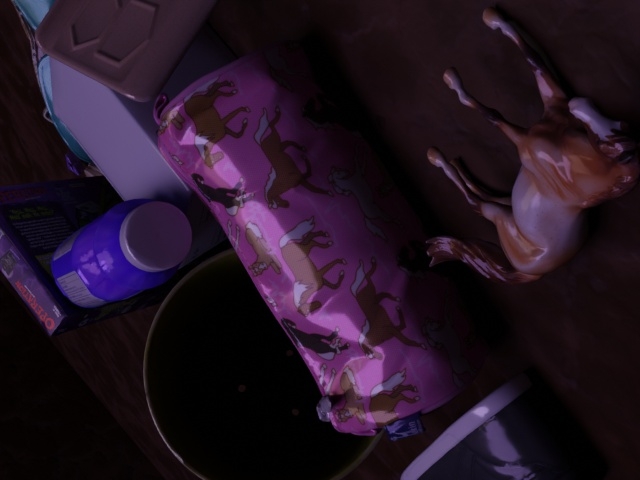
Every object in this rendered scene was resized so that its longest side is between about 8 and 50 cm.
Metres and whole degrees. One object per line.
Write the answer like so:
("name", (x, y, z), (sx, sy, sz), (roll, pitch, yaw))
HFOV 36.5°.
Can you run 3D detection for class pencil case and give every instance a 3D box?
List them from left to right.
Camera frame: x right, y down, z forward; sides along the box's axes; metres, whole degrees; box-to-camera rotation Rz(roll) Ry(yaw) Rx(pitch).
("pencil case", (0.000, 0.000, 0.924), (0.160, 0.167, 0.386), (-30, 92, 47))

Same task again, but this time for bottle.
("bottle", (-0.209, 0.012, 1.038), (0.092, 0.118, 0.283), (58, 155, -8))

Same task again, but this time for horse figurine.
("horse figurine", (0.152, -0.044, 0.725), (0.174, 0.066, 0.263), (50, 153, 27))

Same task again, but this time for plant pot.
("plant pot", (-0.053, 0.163, 1.171), (0.275, 0.275, 0.293), (52, 172, 9))

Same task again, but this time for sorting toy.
("sorting toy", (-0.175, -0.240, 0.955), (0.208, 0.193, 0.038), (30, 176, 40))

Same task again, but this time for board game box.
("board game box", (-0.287, 0.003, 1.301), (0.056, 0.347, 0.208), (-43, 76, 27))

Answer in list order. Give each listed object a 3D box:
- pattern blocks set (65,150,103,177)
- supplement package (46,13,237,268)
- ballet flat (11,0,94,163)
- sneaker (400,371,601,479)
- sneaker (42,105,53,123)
("pattern blocks set", (-0.335, -0.050, 1.647), (0.325, 0.026, 0.285), (37, 150, 36))
("supplement package", (-0.177, -0.138, 1.109), (0.262, 0.145, 0.204), (50, 155, 12))
("ballet flat", (-0.321, -0.270, 1.253), (0.123, 0.123, 0.349), (24, 140, 49))
("sneaker", (0.179, 0.258, 0.998), (0.147, 0.104, 0.296), (53, 152, 18))
("sneaker", (-0.385, -0.217, 1.460), (0.192, 0.086, 0.064), (44, 153, 25))
